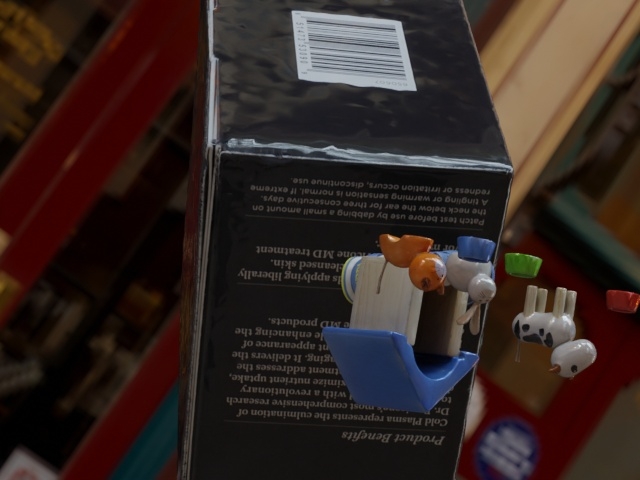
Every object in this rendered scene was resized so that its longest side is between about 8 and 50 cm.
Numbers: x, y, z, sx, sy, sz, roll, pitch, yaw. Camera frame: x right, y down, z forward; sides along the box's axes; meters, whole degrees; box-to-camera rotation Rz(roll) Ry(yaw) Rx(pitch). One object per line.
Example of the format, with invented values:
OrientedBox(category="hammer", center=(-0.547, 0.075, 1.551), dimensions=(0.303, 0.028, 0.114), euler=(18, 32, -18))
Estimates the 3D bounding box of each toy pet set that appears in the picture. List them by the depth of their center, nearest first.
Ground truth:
OrientedBox(category="toy pet set", center=(0.056, 0.041, 0.743), dimensions=(0.114, 0.065, 0.122), euler=(2, -11, 44))

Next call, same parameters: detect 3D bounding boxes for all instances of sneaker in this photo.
OrientedBox(category="sneaker", center=(0.091, 0.033, 1.454), dimensions=(0.144, 0.053, 0.059), euler=(-4, -5, -31))

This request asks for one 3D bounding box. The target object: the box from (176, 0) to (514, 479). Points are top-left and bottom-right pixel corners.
OrientedBox(category="box", center=(0.000, 0.000, 1.877), dimensions=(0.297, 0.472, 0.480), euler=(5, 32, -7))
